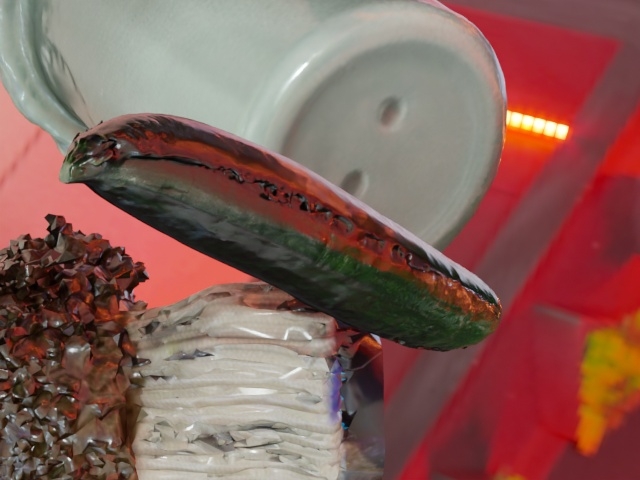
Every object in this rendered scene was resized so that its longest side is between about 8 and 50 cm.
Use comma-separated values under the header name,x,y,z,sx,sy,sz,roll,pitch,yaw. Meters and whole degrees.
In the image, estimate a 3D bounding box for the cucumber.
name,x,y,z,sx,sy,sz,roll,pitch,yaw
cucumber,0.000,0.000,0.507,0.184,0.036,0.033,29,58,-49

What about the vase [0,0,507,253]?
name,x,y,z,sx,sy,sz,roll,pitch,yaw
vase,-0.031,-0.106,1.131,0.245,0.291,0.245,-17,123,-28

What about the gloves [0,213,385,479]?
name,x,y,z,sx,sy,sz,roll,pitch,yaw
gloves,-0.133,0.056,0.655,0.210,0.312,0.135,116,-19,-77
